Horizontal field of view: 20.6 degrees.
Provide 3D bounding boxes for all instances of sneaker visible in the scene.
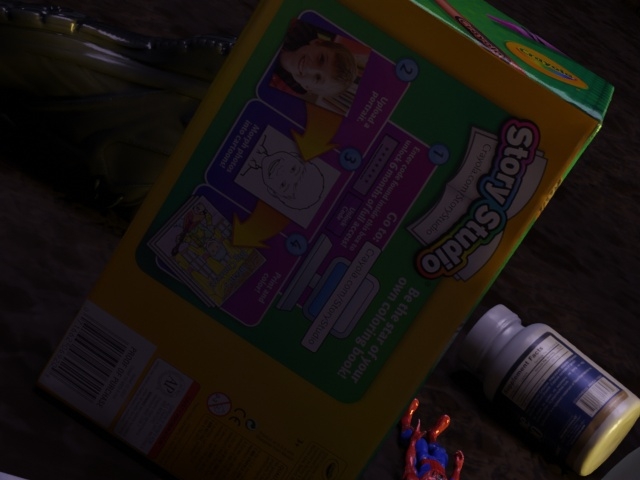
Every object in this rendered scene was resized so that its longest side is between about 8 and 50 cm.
[{"bbox_3d":[-0.144,-0.081,1.123,0.286,0.130,0.109,12,9,9],"label":"sneaker"}]

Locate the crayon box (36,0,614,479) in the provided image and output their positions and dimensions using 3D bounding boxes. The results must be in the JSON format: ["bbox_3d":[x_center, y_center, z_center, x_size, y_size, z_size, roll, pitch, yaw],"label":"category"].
[{"bbox_3d":[0.000,0.000,0.871,0.165,0.278,0.081,34,19,3],"label":"crayon box"}]

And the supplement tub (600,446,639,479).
[{"bbox_3d":[0.281,0.228,0.808,0.331,0.241,0.241,23,21,-27],"label":"supplement tub"}]

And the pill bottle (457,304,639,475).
[{"bbox_3d":[0.154,0.099,1.201,0.120,0.067,0.067,40,20,20],"label":"pill bottle"}]

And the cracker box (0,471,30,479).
[{"bbox_3d":[-0.056,0.177,0.669,0.232,0.067,0.156,23,20,-29],"label":"cracker box"}]

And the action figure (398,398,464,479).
[{"bbox_3d":[0.065,0.131,1.045,0.038,0.030,0.115,33,20,-13],"label":"action figure"}]
